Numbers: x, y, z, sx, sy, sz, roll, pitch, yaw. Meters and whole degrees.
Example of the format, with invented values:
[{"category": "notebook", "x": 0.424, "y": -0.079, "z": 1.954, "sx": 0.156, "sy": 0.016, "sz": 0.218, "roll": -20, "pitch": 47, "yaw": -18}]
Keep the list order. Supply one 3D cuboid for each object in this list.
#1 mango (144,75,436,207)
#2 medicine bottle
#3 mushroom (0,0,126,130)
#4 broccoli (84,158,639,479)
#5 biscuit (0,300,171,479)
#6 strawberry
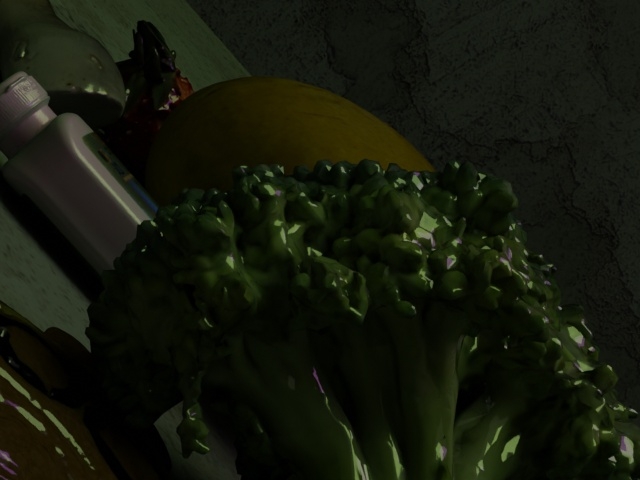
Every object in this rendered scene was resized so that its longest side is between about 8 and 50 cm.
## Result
[{"category": "mango", "x": 0.000, "y": 0.000, "z": 1.511, "sx": 0.301, "sy": 0.220, "sz": 0.445, "roll": 32, "pitch": 8, "yaw": -21}, {"category": "medicine bottle", "x": -0.182, "y": -0.032, "z": 1.383, "sx": 0.219, "sy": 0.078, "sz": 0.115, "roll": 49, "pitch": 1, "yaw": -3}, {"category": "mushroom", "x": -0.253, "y": -0.177, "z": 1.651, "sx": 0.116, "sy": 0.093, "sz": 0.225, "roll": 16, "pitch": 32, "yaw": -35}, {"category": "broccoli", "x": 0.049, "y": 0.103, "z": 1.117, "sx": 0.317, "sy": 0.277, "sz": 0.338, "roll": 68, "pitch": 14, "yaw": 14}, {"category": "biscuit", "x": -0.155, "y": 0.104, "z": 1.018, "sx": 0.208, "sy": 0.041, "sz": 0.290, "roll": 48, "pitch": 7, "yaw": 2}, {"category": "strawberry", "x": -0.146, "y": -0.083, "z": 1.781, "sx": 0.286, "sy": 0.106, "sz": 0.188, "roll": 59, "pitch": 7, "yaw": -28}]
